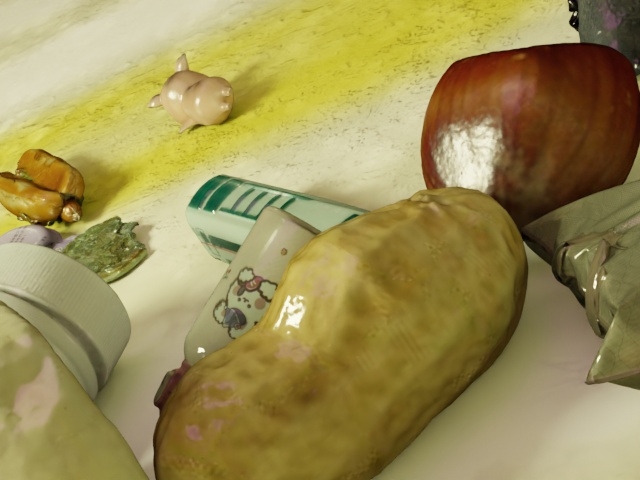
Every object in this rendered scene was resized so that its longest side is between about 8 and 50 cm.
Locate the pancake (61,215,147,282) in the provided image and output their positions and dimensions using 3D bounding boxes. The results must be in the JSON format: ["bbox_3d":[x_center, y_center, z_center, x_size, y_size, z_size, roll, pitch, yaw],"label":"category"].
[{"bbox_3d":[-0.280,0.014,1.652,0.116,0.022,0.129,-26,35,-2],"label":"pancake"}]

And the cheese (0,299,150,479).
[{"bbox_3d":[-0.226,0.199,1.097,0.115,0.326,0.318,-35,67,-16],"label":"cheese"}]

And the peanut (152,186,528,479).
[{"bbox_3d":[0.022,0.094,1.086,0.387,0.192,0.169,-42,46,-19],"label":"peanut"}]

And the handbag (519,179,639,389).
[{"bbox_3d":[0.263,0.027,1.035,0.182,0.117,0.270,-17,28,0],"label":"handbag"}]

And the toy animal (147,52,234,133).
[{"bbox_3d":[-0.172,-0.205,1.835,0.150,0.089,0.083,14,49,41],"label":"toy animal"}]

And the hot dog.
[{"bbox_3d":[-0.399,-0.072,1.865,0.109,0.072,0.269,-42,29,-13],"label":"hot dog"}]

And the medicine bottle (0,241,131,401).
[{"bbox_3d":[-0.351,0.171,1.329,0.190,0.190,0.332,-6,38,38],"label":"medicine bottle"}]

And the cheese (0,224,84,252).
[{"bbox_3d":[-0.376,0.016,1.735,0.191,0.042,0.105,-1,41,28],"label":"cheese"}]

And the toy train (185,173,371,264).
[{"bbox_3d":[0.000,0.000,1.356,0.086,0.088,0.407,-44,32,-21],"label":"toy train"}]

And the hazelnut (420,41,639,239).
[{"bbox_3d":[0.200,-0.093,1.238,0.212,0.181,0.181,-5,3,33],"label":"hazelnut"}]

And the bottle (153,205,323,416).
[{"bbox_3d":[-0.064,0.091,1.207,0.233,0.110,0.110,-58,33,-4],"label":"bottle"}]

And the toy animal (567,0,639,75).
[{"bbox_3d":[0.322,-0.257,1.408,0.121,0.117,0.210,-16,31,16],"label":"toy animal"}]
